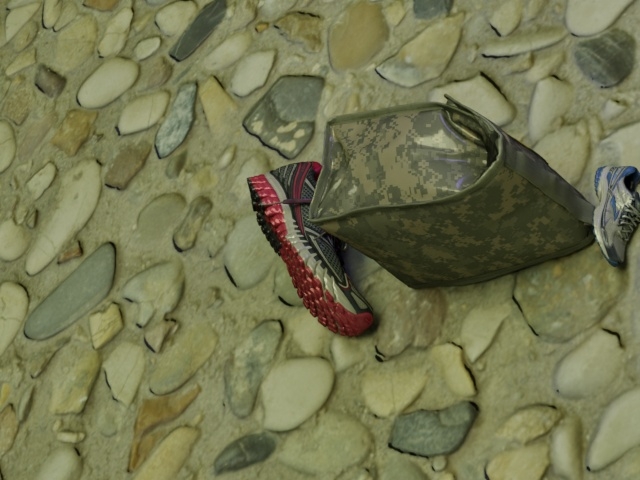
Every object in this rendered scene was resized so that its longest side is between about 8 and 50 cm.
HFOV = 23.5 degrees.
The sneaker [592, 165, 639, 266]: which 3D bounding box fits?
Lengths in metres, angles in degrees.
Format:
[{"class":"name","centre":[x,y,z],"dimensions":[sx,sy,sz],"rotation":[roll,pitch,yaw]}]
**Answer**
[{"class":"sneaker","centre":[0.358,-0.034,1.832],"dimensions":[0.058,0.052,0.135],"rotation":[-12,60,29]}]

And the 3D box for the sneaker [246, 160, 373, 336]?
[{"class":"sneaker","centre":[0.000,0.000,2.082],"dimensions":[0.112,0.121,0.299],"rotation":[-22,54,-10]}]

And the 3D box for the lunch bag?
[{"class":"lunch bag","centre":[0.170,-0.060,1.875],"dimensions":[0.287,0.235,0.169],"rotation":[-7,63,38]}]
